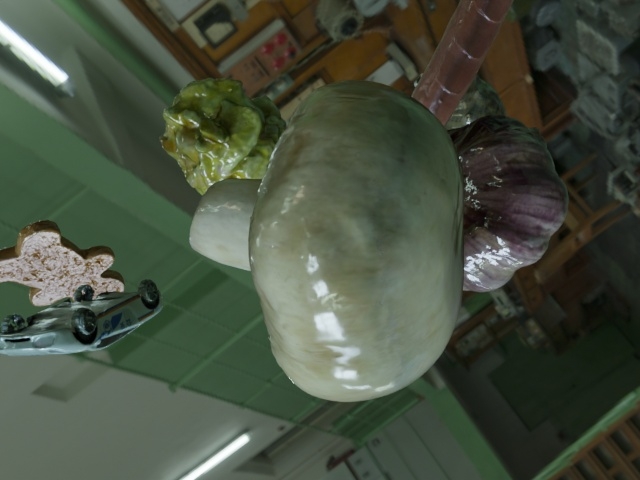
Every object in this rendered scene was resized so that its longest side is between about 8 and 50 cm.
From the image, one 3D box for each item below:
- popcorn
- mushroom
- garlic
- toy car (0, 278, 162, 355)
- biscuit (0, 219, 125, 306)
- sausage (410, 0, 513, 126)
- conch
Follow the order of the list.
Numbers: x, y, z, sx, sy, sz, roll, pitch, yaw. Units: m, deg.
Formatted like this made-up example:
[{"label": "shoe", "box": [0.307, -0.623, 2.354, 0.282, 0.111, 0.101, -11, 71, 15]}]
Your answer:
[{"label": "popcorn", "box": [-0.145, -0.152, 1.136, 0.187, 0.167, 0.185, 40, -163, -38]}, {"label": "mushroom", "box": [0.000, 0.000, 0.630, 0.254, 0.235, 0.260, 27, -112, -73]}, {"label": "garlic", "box": [0.192, -0.050, 0.981, 0.161, 0.244, 0.245, 13, -155, -26]}, {"label": "toy car", "box": [-0.240, 0.083, 0.767, 0.205, 0.095, 0.056, -34, -63, -69]}, {"label": "biscuit", "box": [-0.415, 0.048, 1.222, 0.250, 0.165, 0.036, 37, -156, -56]}, {"label": "sausage", "box": [0.237, -0.328, 1.214, 0.088, 0.433, 0.088, 22, -160, -8]}, {"label": "conch", "box": [0.277, -0.195, 1.440, 0.291, 0.210, 0.159, 42, 174, -6]}]
